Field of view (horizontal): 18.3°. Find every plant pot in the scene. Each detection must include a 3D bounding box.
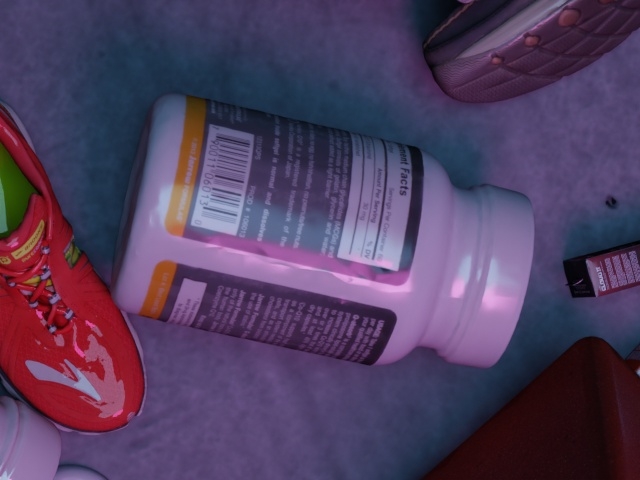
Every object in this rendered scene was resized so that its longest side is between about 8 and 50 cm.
[{"bbox_3d":[0.186,0.268,1.360,0.267,0.236,0.267,-43,95,10],"label":"plant pot"}]

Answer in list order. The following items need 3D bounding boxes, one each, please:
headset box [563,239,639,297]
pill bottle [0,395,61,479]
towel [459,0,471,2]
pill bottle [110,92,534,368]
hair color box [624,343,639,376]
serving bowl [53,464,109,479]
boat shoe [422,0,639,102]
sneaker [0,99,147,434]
[{"bbox_3d":[0.226,0.021,1.497,0.083,0.062,0.032,-16,90,-10],"label":"headset box"},{"bbox_3d":[-0.296,0.114,1.349,0.229,0.131,0.131,37,82,-28],"label":"pill bottle"},{"bbox_3d":[0.004,-0.371,1.421,0.320,0.090,0.374,12,71,-9],"label":"towel"},{"bbox_3d":[0.000,0.000,1.411,0.278,0.162,0.162,13,86,-10],"label":"pill bottle"},{"bbox_3d":[0.249,0.144,1.502,0.093,0.053,0.167,44,81,-5],"label":"hair color box"},{"bbox_3d":[-0.182,0.206,1.441,0.083,0.027,0.083,0,87,-10],"label":"serving bowl"},{"bbox_3d":[0.214,-0.239,1.487,0.355,0.132,0.130,-36,69,-4],"label":"boat shoe"},{"bbox_3d":[-0.213,0.017,1.395,0.107,0.118,0.279,-29,93,-8],"label":"sneaker"}]
